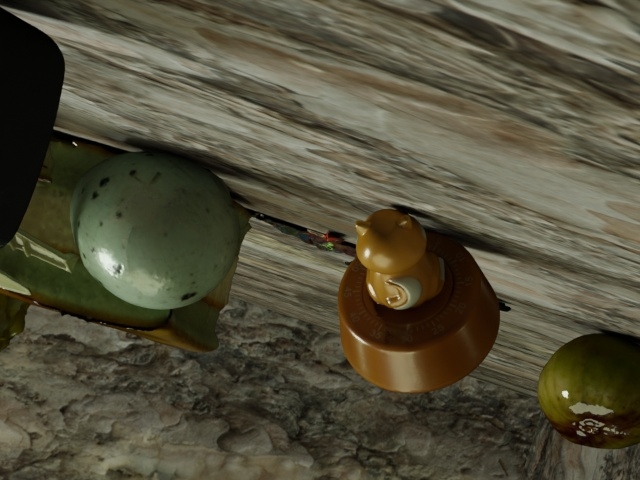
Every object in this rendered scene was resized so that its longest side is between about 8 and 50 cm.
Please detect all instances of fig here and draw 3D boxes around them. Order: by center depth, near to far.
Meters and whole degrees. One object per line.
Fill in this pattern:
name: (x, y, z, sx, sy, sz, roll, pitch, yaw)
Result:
fig: (0.293, 0.158, 1.849, 0.136, 0.120, 0.153, 23, 175, -3)

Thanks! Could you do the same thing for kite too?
kite: (0.000, 0.001, 1.785, 0.232, 0.009, 0.189, 18, 175, -7)

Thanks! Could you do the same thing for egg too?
egg: (-0.140, -0.016, 1.473, 0.164, 0.131, 0.131, 39, -170, 39)

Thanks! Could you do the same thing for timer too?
timer: (0.065, 0.027, 1.390, 0.132, 0.132, 0.152, 15, 150, 26)

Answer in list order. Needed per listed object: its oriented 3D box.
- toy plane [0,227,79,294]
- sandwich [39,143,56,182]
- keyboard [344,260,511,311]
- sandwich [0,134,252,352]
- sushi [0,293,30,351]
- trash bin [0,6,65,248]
toy plane: (-0.327, -0.019, 1.456, 0.242, 0.104, 0.256, 10, 163, 14)
sandwich: (-0.302, -0.093, 1.524, 0.162, 0.058, 0.193, 19, 173, -23)
keyboard: (0.113, 0.047, 1.832, 0.198, 0.010, 0.064, 16, 179, -43)
sandwich: (-0.199, 0.002, 1.655, 0.227, 0.155, 0.198, 17, 175, 13)
sushi: (-0.463, 0.014, 1.842, 0.351, 0.240, 0.396, 8, -168, 6)
trash bin: (-0.267, -0.081, 0.882, 0.209, 0.182, 0.290, 15, 180, 16)
